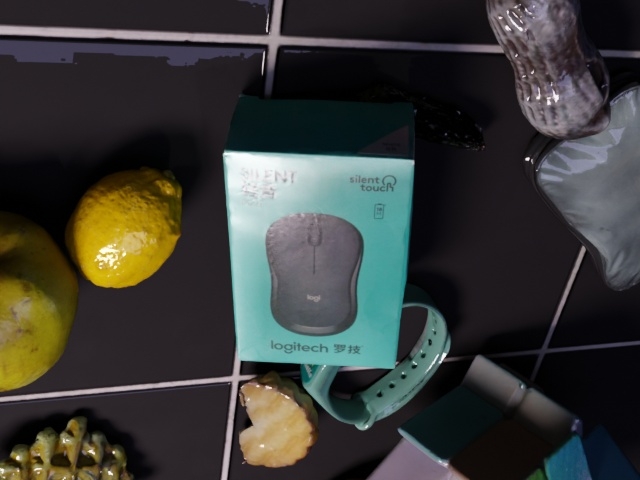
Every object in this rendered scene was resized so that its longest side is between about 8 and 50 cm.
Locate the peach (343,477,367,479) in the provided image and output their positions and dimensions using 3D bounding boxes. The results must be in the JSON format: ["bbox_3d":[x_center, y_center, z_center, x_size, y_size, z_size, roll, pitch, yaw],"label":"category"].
[{"bbox_3d":[0.060,0.486,1.294,0.190,0.192,0.190,-4,118,-7],"label":"peach"}]

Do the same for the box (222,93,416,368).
[{"bbox_3d":[0.000,0.000,0.931,0.205,0.118,0.311,2,126,1],"label":"box"}]

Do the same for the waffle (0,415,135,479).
[{"bbox_3d":[-0.354,0.354,1.082,0.223,0.054,0.204,-39,116,-26],"label":"waffle"}]

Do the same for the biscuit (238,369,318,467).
[{"bbox_3d":[-0.059,0.260,1.166,0.118,0.061,0.183,11,125,4],"label":"biscuit"}]

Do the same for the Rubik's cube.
[{"bbox_3d":[0.264,0.391,1.172,0.387,0.358,0.368,18,101,-55],"label":"Rubik's cube"}]

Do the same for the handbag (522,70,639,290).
[{"bbox_3d":[0.416,-0.064,1.092,0.191,0.075,0.332,-40,124,8],"label":"handbag"}]

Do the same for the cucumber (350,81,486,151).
[{"bbox_3d":[0.120,-0.141,0.945,0.181,0.053,0.053,14,119,-28],"label":"cucumber"}]

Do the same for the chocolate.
[{"bbox_3d":[0.257,-0.211,0.906,0.110,0.110,0.248,-30,126,4],"label":"chocolate"}]

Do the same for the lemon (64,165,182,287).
[{"bbox_3d":[-0.212,-0.016,0.882,0.155,0.114,0.114,-46,126,11],"label":"lemon"}]

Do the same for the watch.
[{"bbox_3d":[0.075,0.165,1.147,0.195,0.068,0.237,13,116,-29],"label":"watch"}]

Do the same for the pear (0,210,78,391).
[{"bbox_3d":[-0.353,0.067,0.855,0.200,0.200,0.200,-9,127,-12],"label":"pear"}]
